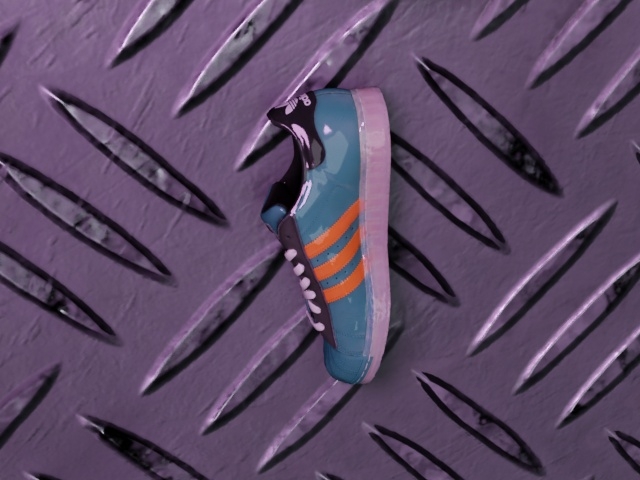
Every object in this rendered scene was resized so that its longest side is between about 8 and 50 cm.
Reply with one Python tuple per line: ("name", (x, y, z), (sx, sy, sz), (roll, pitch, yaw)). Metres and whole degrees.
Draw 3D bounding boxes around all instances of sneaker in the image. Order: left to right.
("sneaker", (0.000, 0.000, 1.339), (0.121, 0.108, 0.302), (-5, 108, -12))
